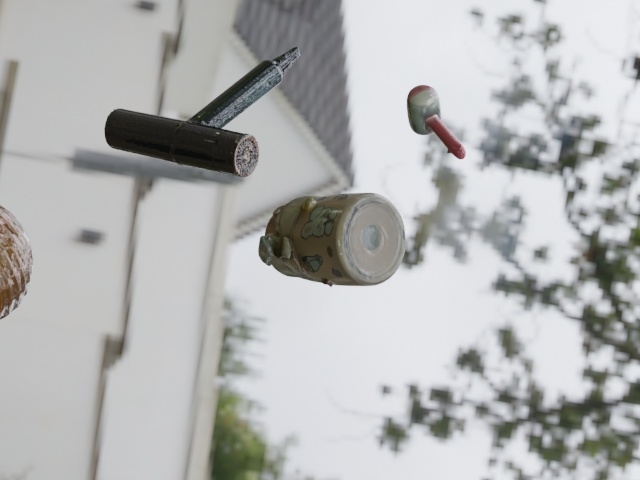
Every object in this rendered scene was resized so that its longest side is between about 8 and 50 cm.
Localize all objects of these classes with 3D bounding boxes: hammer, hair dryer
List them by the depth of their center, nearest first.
[{"bbox_3d":[0.108,-0.102,1.528,0.083,0.031,0.052,53,-13,34],"label":"hammer"},{"bbox_3d":[-0.108,-0.148,1.774,0.195,0.173,0.050,-52,143,-36],"label":"hair dryer"}]

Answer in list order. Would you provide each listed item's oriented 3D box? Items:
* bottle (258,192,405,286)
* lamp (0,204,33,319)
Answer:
[{"bbox_3d":[0.001,0.001,1.645,0.152,0.099,0.099,1,-101,48],"label":"bottle"},{"bbox_3d":[-0.354,0.023,1.686,0.136,0.136,0.136,-170,-90,-79],"label":"lamp"}]
